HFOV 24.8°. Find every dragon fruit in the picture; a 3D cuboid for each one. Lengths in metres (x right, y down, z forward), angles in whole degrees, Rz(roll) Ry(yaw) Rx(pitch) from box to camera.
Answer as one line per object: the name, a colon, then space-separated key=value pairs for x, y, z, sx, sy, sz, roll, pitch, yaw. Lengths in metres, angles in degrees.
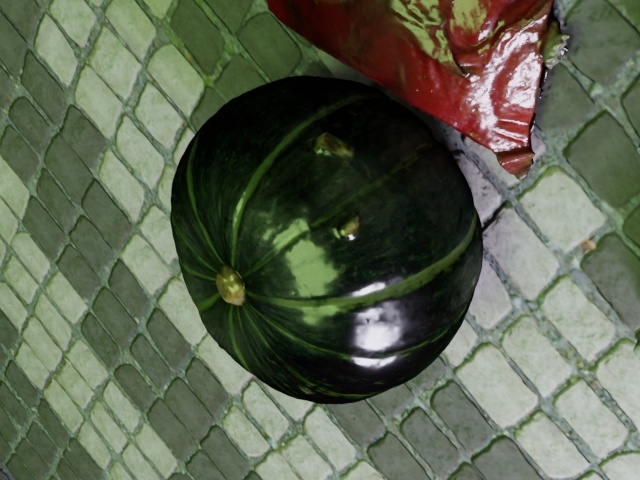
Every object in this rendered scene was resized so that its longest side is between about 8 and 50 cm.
dragon fruit: x=0.062 y=-0.223 z=1.282 sx=0.343 sy=0.100 sz=0.282 roll=36 pitch=136 yaw=25

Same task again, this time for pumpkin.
pumpkin: x=0.000 y=0.000 z=1.403 sx=0.323 sy=0.241 sz=0.323 roll=29 pitch=138 yaw=30

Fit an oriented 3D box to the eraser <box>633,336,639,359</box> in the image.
eraser: x=0.431 y=0.213 z=1.195 sx=0.397 sy=0.082 sz=0.213 roll=54 pitch=145 yaw=3

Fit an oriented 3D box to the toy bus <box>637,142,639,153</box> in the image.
toy bus: x=0.291 y=-0.104 z=1.129 sx=0.052 sy=0.058 sz=0.102 roll=39 pitch=137 yaw=24
